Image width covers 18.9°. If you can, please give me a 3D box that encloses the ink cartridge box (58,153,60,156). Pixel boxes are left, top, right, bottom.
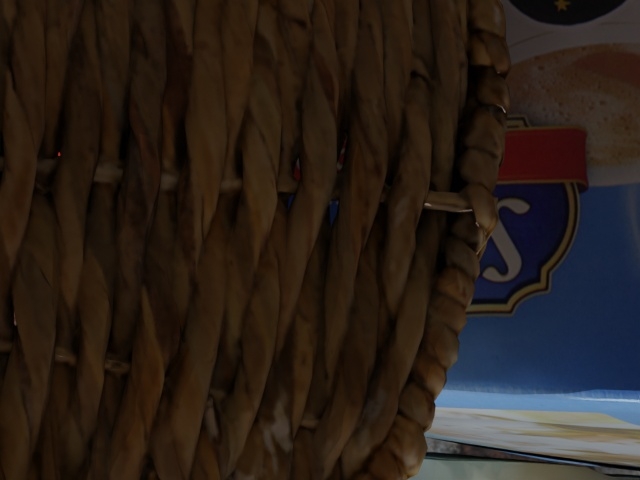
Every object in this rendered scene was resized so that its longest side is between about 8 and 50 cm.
[{"bbox_3d":[-0.171,-0.068,0.788,0.239,0.060,0.275,-2,144,6],"label":"ink cartridge box"}]

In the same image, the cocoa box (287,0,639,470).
[{"bbox_3d":[0.115,-0.030,0.756,0.231,0.228,0.347,0,170,34],"label":"cocoa box"}]

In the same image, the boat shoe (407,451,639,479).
[{"bbox_3d":[0.138,0.139,0.836,0.233,0.079,0.084,7,171,-20],"label":"boat shoe"}]

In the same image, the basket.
[{"bbox_3d":[-0.079,-0.042,0.576,0.213,0.299,0.223,7,169,-20],"label":"basket"}]
